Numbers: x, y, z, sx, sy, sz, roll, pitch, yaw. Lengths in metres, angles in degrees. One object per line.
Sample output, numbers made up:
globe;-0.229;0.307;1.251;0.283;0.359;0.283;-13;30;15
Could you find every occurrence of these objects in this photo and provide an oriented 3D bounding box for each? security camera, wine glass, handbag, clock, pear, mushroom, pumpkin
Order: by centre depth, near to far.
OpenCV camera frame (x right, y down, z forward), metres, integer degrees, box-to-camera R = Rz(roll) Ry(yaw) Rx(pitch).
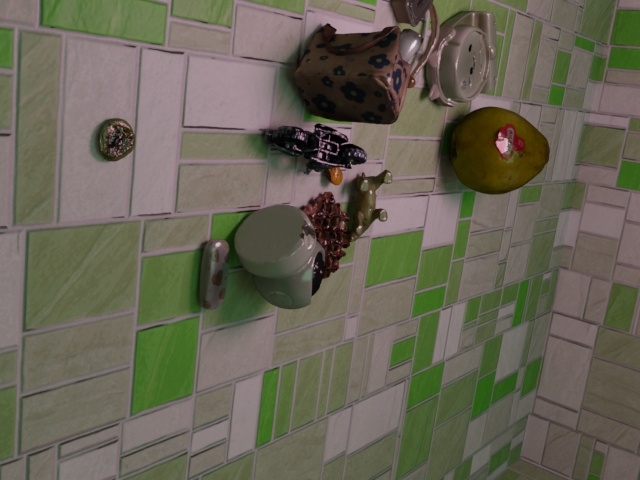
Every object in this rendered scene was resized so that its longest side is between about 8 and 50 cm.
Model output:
security camera;-0.084;0.056;1.684;0.194;0.195;0.236;-51;143;-28
handbag;0.088;-0.399;1.688;0.193;0.252;0.190;-69;152;-22
pumpkin;0.029;-0.184;1.867;0.050;0.028;0.083;-37;122;-42
wine glass;0.222;-0.505;1.966;0.155;0.072;0.072;-61;142;-16
mushroom;0.301;-0.584;2.049;0.068;0.043;0.306;16;91;-35
clock;0.430;-0.543;2.191;0.324;0.109;0.265;-37;131;-39
pear;0.593;-0.290;2.334;0.375;0.287;0.287;3;103;-20

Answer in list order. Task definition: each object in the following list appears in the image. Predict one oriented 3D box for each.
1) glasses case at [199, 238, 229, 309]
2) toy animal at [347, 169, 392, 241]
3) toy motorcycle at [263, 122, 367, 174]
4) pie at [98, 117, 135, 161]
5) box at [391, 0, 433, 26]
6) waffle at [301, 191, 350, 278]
glasses case;-0.239;0.076;1.601;0.063;0.041;0.164;-8;109;-51
toy animal;0.123;-0.092;1.977;0.103;0.101;0.218;2;96;-28
toy motorcycle;-0.020;-0.222;1.711;0.270;0.159;0.106;12;84;-38
pie;-0.381;-0.187;1.327;0.084;0.021;0.084;-24;122;-47
box;0.250;-0.655;1.948;0.122;0.062;0.089;-56;141;-21
waffle;0.000;0.000;1.882;0.221;0.055;0.234;-52;135;-26
